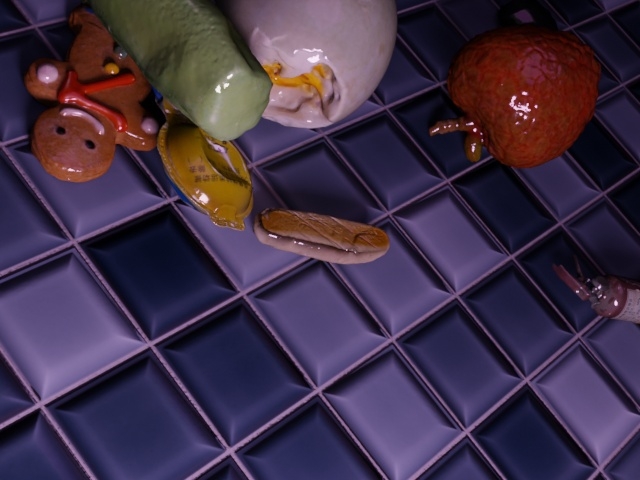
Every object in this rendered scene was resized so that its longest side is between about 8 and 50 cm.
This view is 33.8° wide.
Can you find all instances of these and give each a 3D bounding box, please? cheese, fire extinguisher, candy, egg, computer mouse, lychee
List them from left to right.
[{"bbox_3d":[-0.201,-0.293,1.473,0.343,0.142,0.132,50,16,25],"label":"candy"},{"bbox_3d":[-0.170,-0.129,1.476,0.177,0.069,0.270,10,50,-52],"label":"cheese"},{"bbox_3d":[-0.019,-0.340,1.608,0.278,0.278,0.336,27,52,-14],"label":"egg"},{"bbox_3d":[0.332,-0.246,1.807,0.300,0.255,0.255,-36,78,-11],"label":"lychee"},{"bbox_3d":[0.434,-0.459,2.153,0.172,0.057,0.099,-9,60,-41],"label":"computer mouse"},{"bbox_3d":[0.499,0.090,1.772,0.252,0.075,0.106,10,24,-25],"label":"fire extinguisher"}]

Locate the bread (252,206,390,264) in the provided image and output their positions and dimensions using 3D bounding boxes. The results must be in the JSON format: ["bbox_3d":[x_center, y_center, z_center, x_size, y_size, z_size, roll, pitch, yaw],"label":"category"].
[{"bbox_3d":[0.000,0.000,1.518,0.214,0.053,0.073,10,48,-24],"label":"bread"}]

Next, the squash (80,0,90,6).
[{"bbox_3d":[-0.329,-0.372,1.609,0.089,0.027,0.027,-23,71,-39],"label":"squash"}]

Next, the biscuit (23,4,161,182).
[{"bbox_3d":[-0.309,-0.206,1.483,0.205,0.049,0.324,31,47,-11],"label":"biscuit"}]
